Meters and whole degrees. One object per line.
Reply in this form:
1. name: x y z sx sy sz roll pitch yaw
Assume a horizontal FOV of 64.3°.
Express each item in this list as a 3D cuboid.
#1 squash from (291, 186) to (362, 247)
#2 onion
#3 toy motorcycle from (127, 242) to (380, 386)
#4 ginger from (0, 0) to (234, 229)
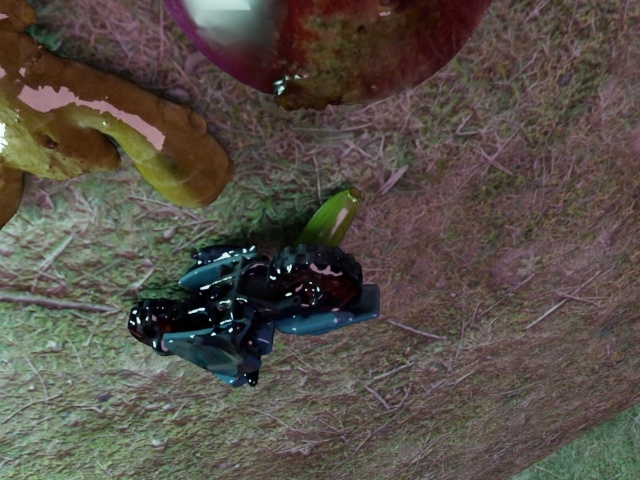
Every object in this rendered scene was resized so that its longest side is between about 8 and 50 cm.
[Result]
1. squash: 0.000 0.000 0.803 0.066 0.066 0.201 23 116 -30
2. onion: 0.006 -0.265 0.403 0.348 0.385 0.348 -1 116 -2
3. toy motorcycle: -0.096 0.117 0.778 0.416 0.172 0.232 -22 136 29
4. ginger: -0.292 -0.148 0.565 0.363 0.122 0.348 -3 136 -3
